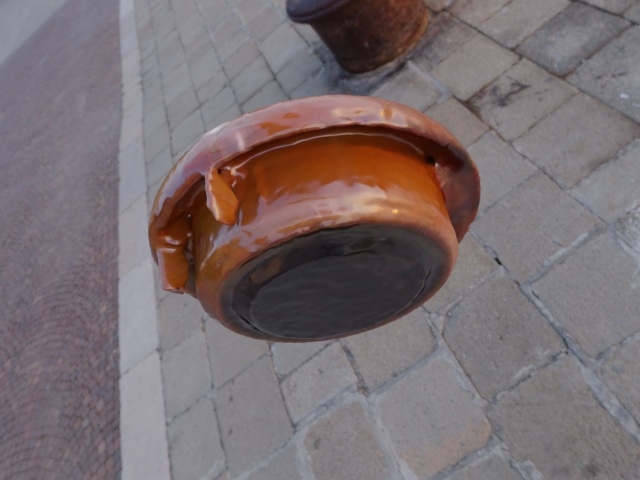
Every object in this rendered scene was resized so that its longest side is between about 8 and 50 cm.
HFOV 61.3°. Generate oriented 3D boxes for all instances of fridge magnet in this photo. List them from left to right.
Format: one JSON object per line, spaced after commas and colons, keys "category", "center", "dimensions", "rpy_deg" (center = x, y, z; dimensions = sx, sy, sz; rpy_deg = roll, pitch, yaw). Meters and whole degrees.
{"category": "fridge magnet", "center": [0.000, 0.000, 0.594], "dimensions": [0.363, 0.363, 0.155], "rpy_deg": [-27, 54, 21]}
